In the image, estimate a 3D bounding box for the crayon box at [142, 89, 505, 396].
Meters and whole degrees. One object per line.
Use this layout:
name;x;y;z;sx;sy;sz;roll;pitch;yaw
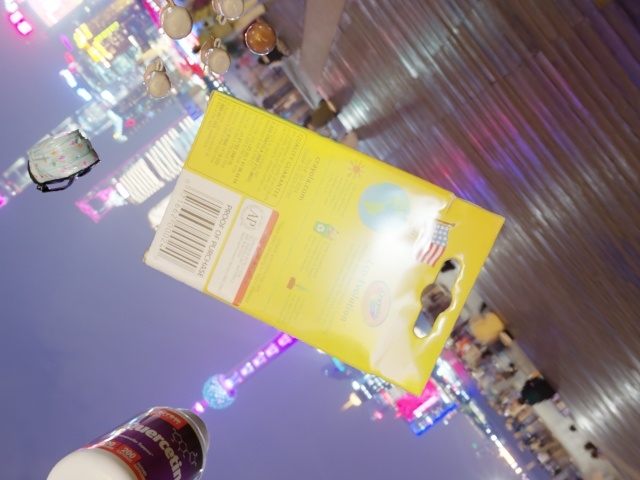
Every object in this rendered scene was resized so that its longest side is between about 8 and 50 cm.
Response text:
crayon box;0.000;0.000;0.640;0.319;0.202;0.081;26;-173;9

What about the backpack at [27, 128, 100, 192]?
backpack;-0.608;-0.194;1.444;0.182;0.152;0.115;0;129;48

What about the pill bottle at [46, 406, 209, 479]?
pill bottle;-0.328;0.416;1.110;0.181;0.181;0.323;52;-166;7

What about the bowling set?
bowling set;-0.191;-0.365;1.071;0.200;0.287;0.154;14;-161;-27
